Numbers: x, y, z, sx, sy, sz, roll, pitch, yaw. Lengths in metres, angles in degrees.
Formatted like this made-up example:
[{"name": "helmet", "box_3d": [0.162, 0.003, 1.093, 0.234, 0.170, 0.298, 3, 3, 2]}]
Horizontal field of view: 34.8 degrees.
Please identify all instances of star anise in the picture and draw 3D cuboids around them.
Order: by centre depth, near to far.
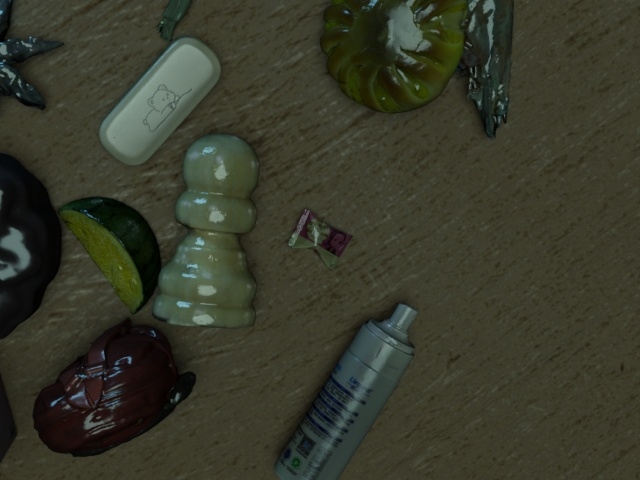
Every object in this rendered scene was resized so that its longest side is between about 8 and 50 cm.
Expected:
[{"name": "star anise", "box_3d": [-0.444, -0.249, 1.358, 0.180, 0.061, 0.204, -36, 100, 2]}]

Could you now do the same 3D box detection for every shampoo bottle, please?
[{"name": "shampoo bottle", "box_3d": [0.047, 0.221, 1.460, 0.092, 0.092, 0.303, 31, 95, -9]}]

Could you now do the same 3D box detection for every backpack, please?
[{"name": "backpack", "box_3d": [-0.287, 0.203, 1.366, 0.229, 0.229, 0.139, -26, 97, 0]}]

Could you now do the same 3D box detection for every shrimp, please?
[{"name": "shrimp", "box_3d": [0.187, -0.291, 1.405, 0.164, 0.062, 0.317, -9, 99, 9]}]

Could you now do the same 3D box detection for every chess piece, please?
[{"name": "chess piece", "box_3d": [-0.148, -0.015, 1.390, 0.142, 0.143, 0.261, 6, 95, -5]}]

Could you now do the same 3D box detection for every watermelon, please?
[{"name": "watermelon", "box_3d": [-0.274, 0.002, 1.428, 0.092, 0.075, 0.181, -28, 102, 46]}]

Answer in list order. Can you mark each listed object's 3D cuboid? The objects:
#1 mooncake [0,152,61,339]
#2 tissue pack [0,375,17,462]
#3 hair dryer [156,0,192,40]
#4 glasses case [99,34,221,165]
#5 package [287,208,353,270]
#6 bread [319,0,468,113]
[{"name": "mooncake", "box_3d": [-0.491, 0.006, 1.360, 0.283, 0.141, 0.283, -1, 102, -5]}, {"name": "tissue pack", "box_3d": [-0.483, 0.237, 1.341, 0.092, 0.246, 0.149, -13, 100, -2]}, {"name": "hair dryer", "box_3d": [-0.120, -0.386, 1.363, 0.218, 0.088, 0.225, -7, 113, -7]}, {"name": "glasses case", "box_3d": [-0.218, -0.190, 1.388, 0.083, 0.050, 0.196, 39, 95, -20]}, {"name": "package", "box_3d": [0.000, 0.000, 1.451, 0.083, 0.029, 0.059, 29, 89, -19]}, {"name": "bread", "box_3d": [0.092, -0.276, 1.355, 0.213, 0.105, 0.213, 5, 106, 19]}]
